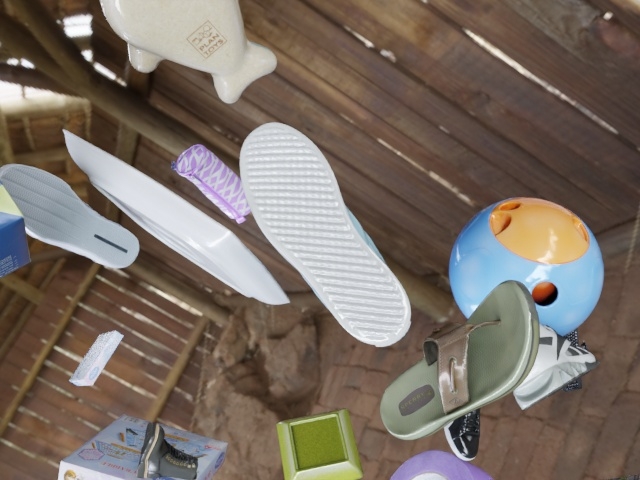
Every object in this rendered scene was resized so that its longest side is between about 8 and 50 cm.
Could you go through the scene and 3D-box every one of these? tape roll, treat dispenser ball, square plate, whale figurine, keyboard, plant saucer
[{"bbox_3d":[0.224,0.551,1.255,0.275,0.090,0.275,-40,30,30],"label":"tape roll"},{"bbox_3d":[0.397,0.058,1.279,0.288,0.288,0.288,-55,10,15],"label":"treat dispenser ball"},{"bbox_3d":[-0.232,-0.017,1.087,0.049,0.347,0.344,-56,-21,-11],"label":"square plate"},{"bbox_3d":[-0.178,-0.316,0.902,0.216,0.272,0.141,-38,45,11],"label":"whale figurine"},{"bbox_3d":[0.686,0.306,1.759,0.038,0.100,0.192,-3,92,61],"label":"keyboard"},{"bbox_3d":[-0.006,0.502,1.604,0.045,0.188,0.188,85,173,-48],"label":"plant saucer"}]

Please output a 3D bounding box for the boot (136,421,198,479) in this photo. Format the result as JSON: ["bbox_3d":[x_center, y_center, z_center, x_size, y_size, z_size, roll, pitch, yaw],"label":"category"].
[{"bbox_3d":[-0.324,0.466,1.440,0.198,0.137,0.077,115,162,-47],"label":"boot"}]

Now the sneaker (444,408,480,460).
[{"bbox_3d":[0.343,0.383,1.500,0.121,0.079,0.217,131,141,-55],"label":"sneaker"}]

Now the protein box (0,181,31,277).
[{"bbox_3d":[-0.471,-0.004,0.771,0.200,0.136,0.201,-34,-2,-27],"label":"protein box"}]

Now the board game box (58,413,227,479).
[{"bbox_3d":[-0.439,0.567,1.677,0.318,0.318,0.066,-26,-53,-78],"label":"board game box"}]

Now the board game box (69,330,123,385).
[{"bbox_3d":[-0.362,0.191,1.058,0.090,0.020,0.090,-20,37,55],"label":"board game box"}]

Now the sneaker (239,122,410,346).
[{"bbox_3d":[0.000,0.000,0.969,0.135,0.366,0.150,-29,-11,-2],"label":"sneaker"}]

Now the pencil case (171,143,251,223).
[{"bbox_3d":[-0.232,-0.128,1.467,0.086,0.206,0.088,-28,49,19],"label":"pencil case"}]

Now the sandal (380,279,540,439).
[{"bbox_3d":[0.169,0.171,0.862,0.303,0.086,0.120,-50,39,30],"label":"sandal"}]

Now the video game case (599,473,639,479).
[{"bbox_3d":[0.608,0.491,1.309,0.166,0.015,0.119,-19,-14,23],"label":"video game case"}]

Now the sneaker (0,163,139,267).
[{"bbox_3d":[-0.401,-0.029,1.009,0.091,0.258,0.094,8,65,38],"label":"sneaker"}]

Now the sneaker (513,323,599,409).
[{"bbox_3d":[0.388,0.196,1.151,0.122,0.146,0.330,-41,-25,18],"label":"sneaker"}]
